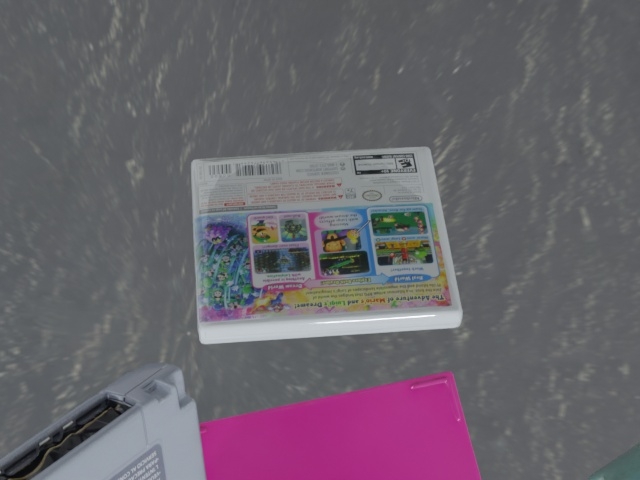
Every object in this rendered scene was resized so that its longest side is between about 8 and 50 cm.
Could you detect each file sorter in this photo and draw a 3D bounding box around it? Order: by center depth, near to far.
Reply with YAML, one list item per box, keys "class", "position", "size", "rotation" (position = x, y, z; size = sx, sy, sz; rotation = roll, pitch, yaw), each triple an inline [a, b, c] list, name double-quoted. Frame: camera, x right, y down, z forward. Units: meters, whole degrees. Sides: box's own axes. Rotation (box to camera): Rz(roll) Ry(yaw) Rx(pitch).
- class: "file sorter"
  position: [-0.018, 0.259, 1.369]
  size: [0.291, 0.182, 0.202]
  rotation: [-9, 77, -26]

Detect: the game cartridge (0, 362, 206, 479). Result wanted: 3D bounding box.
- class: "game cartridge"
  position: [-0.190, 0.237, 1.091]
  size: [0.060, 0.294, 0.196]
  rotation: [9, 118, 35]

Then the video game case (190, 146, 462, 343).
- class: "video game case"
  position: [0.000, 0.000, 0.937]
  size: [0.157, 0.019, 0.143]
  rotation: [-3, 48, -4]

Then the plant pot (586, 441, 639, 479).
- class: "plant pot"
  position: [0.357, 0.167, 0.867]
  size: [0.334, 0.341, 0.341]
  rotation: [-30, 89, 3]
